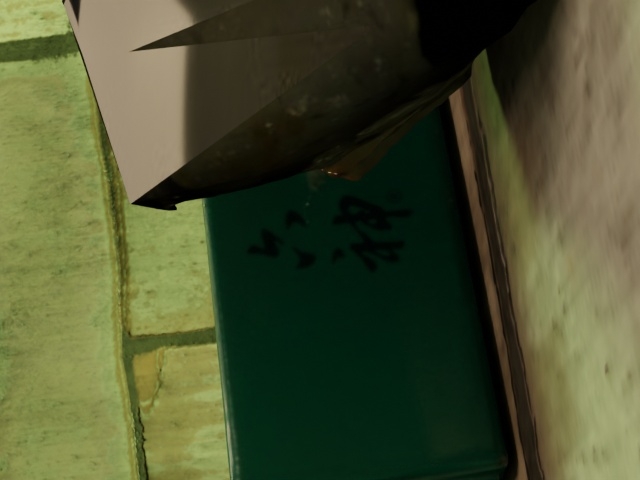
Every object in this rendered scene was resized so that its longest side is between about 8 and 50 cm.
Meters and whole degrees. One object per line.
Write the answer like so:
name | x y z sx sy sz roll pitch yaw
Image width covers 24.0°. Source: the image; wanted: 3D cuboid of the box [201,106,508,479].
box | 0.000 0.000 0.581 0.153 0.092 0.245 92 171 -63

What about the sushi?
sushi | -0.012 -0.152 0.434 0.109 0.134 0.273 7 -117 -62
